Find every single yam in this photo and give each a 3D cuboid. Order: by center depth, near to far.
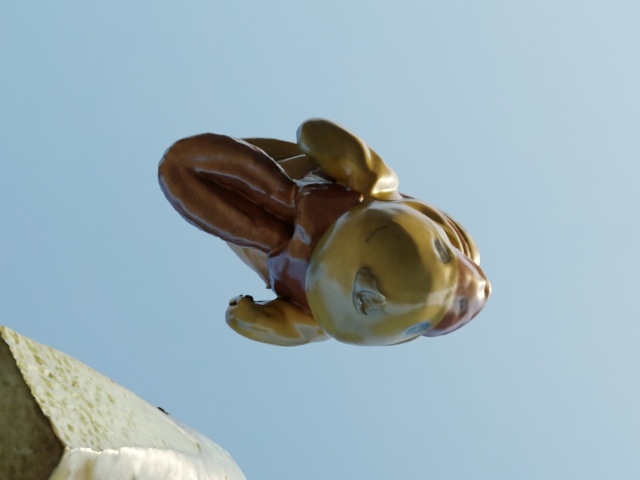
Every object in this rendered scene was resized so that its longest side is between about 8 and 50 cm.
[{"bbox_3d":[-0.078,0.081,0.608,0.068,0.169,0.068,-7,-112,17],"label":"yam"}]

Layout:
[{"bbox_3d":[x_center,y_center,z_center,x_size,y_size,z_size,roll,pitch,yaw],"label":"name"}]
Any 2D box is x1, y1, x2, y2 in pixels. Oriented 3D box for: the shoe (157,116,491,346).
[{"bbox_3d":[-0.003,0.001,0.569,0.109,0.072,0.069,50,-160,29],"label":"shoe"}]
